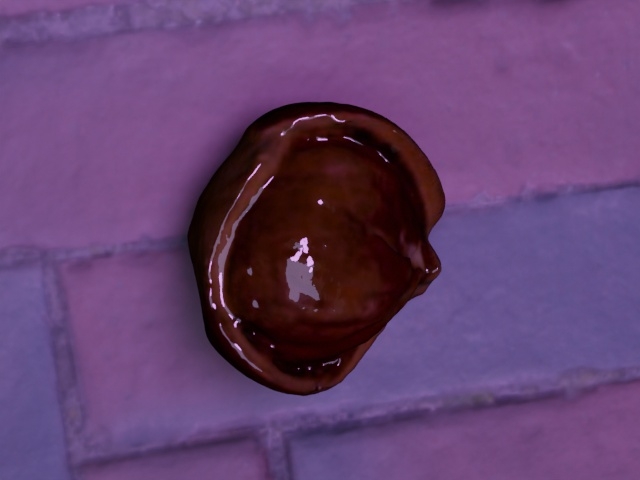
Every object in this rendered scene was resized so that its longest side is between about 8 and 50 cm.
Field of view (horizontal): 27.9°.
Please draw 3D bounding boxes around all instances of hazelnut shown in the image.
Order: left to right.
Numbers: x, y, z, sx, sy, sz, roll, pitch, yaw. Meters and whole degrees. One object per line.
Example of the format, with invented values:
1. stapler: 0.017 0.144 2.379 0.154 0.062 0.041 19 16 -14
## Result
1. hazelnut: -0.007 -0.001 0.914 0.170 0.160 0.201 2 121 -43
